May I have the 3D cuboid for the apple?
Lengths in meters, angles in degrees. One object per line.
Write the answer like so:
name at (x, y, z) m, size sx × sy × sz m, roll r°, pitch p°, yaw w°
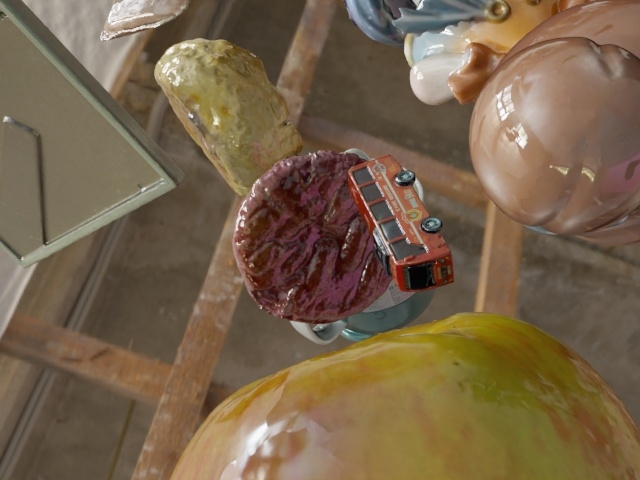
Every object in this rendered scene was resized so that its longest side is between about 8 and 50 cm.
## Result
apple at (0.048, 0.170, 0.584) m, size 0.301 × 0.301 × 0.302 m, roll 10°, pitch -130°, yaw -12°

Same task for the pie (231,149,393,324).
pie at (0.000, 0.000, 0.799) m, size 0.154 × 0.155 × 0.036 m, roll -1°, pitch -157°, yaw -21°

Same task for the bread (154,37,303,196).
bread at (-0.121, -0.182, 1.413) m, size 0.134 × 0.244 × 0.244 m, roll -34°, pitch -113°, yaw -9°

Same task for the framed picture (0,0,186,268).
framed picture at (-0.312, -0.095, 1.040) m, size 0.240 × 0.324 × 0.020 m, roll 47°, pitch -132°, yaw -19°

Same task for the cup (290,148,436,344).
cup at (0.057, 0.037, 1.639) m, size 0.219 × 0.258 × 0.290 m, roll 26°, pitch -120°, yaw 36°

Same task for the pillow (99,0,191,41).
pillow at (-0.184, -0.325, 1.188) m, size 0.034 × 0.135 × 0.211 m, roll 42°, pitch -127°, yaw -42°

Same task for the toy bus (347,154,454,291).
toy bus at (0.050, -0.012, 0.653) m, size 0.043 × 0.031 × 0.110 m, roll -16°, pitch -138°, yaw -6°

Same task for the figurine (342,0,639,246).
figurine at (0.185, -0.155, 0.778) m, size 0.276 × 0.248 × 0.388 m, roll -27°, pitch -128°, yaw -5°
